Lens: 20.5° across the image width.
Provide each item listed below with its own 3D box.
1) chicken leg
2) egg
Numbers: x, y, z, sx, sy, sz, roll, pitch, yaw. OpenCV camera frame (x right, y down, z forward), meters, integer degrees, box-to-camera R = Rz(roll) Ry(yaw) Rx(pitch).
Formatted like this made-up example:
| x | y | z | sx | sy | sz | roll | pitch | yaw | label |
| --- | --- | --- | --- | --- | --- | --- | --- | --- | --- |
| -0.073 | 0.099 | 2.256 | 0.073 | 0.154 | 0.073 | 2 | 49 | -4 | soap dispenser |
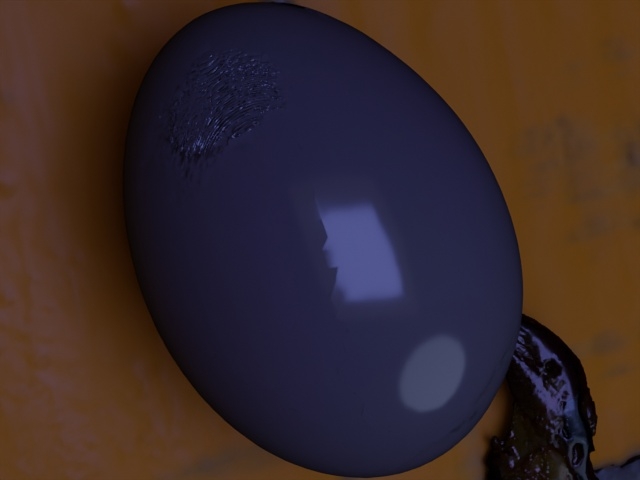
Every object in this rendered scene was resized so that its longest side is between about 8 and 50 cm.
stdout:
| x | y | z | sx | sy | sz | roll | pitch | yaw | label |
| --- | --- | --- | --- | --- | --- | --- | --- | --- | --- |
| 0.097 | 0.075 | 0.816 | 0.062 | 0.037 | 0.145 | -18 | 105 | -9 | chicken leg |
| 0.000 | 0.000 | 0.695 | 0.146 | 0.146 | 0.198 | -27 | 99 | -21 | egg |
